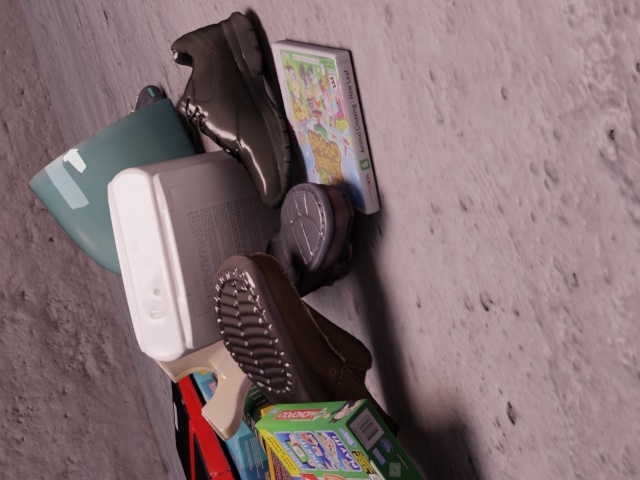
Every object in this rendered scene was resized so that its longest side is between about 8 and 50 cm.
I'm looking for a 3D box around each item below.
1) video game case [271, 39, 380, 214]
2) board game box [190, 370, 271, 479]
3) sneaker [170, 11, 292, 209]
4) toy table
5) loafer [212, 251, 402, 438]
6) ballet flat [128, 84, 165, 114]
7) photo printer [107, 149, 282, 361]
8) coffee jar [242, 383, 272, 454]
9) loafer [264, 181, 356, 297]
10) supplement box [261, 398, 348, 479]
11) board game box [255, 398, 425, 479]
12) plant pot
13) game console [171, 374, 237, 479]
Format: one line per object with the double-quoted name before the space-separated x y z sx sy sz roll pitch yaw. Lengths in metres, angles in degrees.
"video game case" 0.003 -0.143 1.429 0.212 0.023 0.193 -151 45 -64
"board game box" -0.169 0.402 2.362 0.336 0.079 0.253 -138 34 -57
"sneaker" -0.118 -0.164 1.566 0.109 0.130 0.286 95 157 -68
"toy table" -0.161 0.206 1.940 0.252 0.161 0.274 57 167 -28
"loafer" -0.013 0.154 1.490 0.134 0.130 0.365 5 129 50
"ballet flat" -0.340 -0.238 2.266 0.074 0.074 0.203 67 155 16
"photo printer" -0.144 0.006 1.609 0.107 0.307 0.255 -7 97 32
"coffee jar" -0.088 0.309 2.037 0.184 0.079 0.096 -138 35 -56
"loafer" 0.000 0.000 1.483 0.302 0.095 0.109 124 133 -64
"supplement box" 0.019 0.349 1.684 0.194 0.129 0.191 -132 30 -52
"board game box" 0.073 0.329 1.404 0.317 0.046 0.213 55 149 -11
"plant pot" -0.328 -0.076 2.072 0.235 0.293 0.293 58 162 -4
"game console" -0.239 0.478 2.446 0.386 0.060 0.342 97 154 -52
